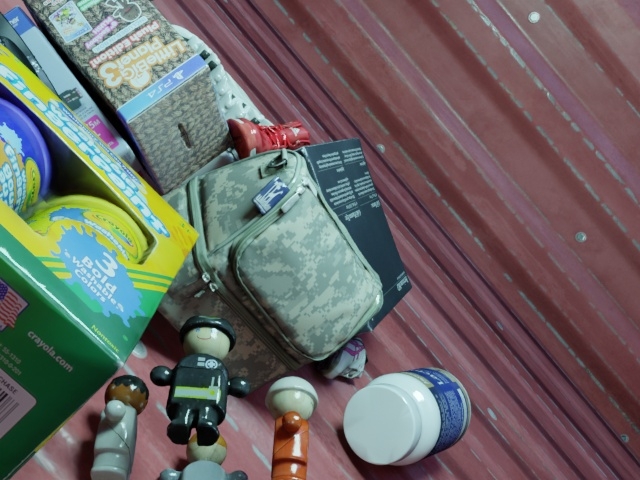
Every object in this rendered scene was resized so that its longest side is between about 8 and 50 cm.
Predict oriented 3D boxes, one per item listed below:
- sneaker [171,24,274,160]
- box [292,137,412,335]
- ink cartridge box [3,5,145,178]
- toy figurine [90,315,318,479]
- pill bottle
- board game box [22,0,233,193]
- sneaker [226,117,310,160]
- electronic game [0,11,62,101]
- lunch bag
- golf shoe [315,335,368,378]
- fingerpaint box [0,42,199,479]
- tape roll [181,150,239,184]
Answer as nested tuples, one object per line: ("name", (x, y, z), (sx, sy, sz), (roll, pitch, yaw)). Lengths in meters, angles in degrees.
("sneaker", (-0.192, -0.263, 1.560), (0.292, 0.110, 0.118), (50, 9, -26))
("box", (0.000, 0.000, 1.538), (0.313, 0.178, 0.343), (69, 19, -2))
("ink cartridge box", (-0.383, -0.219, 1.288), (0.311, 0.065, 0.186), (49, -8, 3))
("toy figurine", (-0.126, 0.203, 0.942), (0.213, 0.209, 0.148), (38, 33, -30))
("pill bottle", (0.148, 0.299, 1.479), (0.153, 0.153, 0.264), (57, 19, 18))
("board game box", (-0.289, -0.257, 1.331), (0.291, 0.141, 0.232), (48, -12, 19))
("sneaker", (-0.082, -0.178, 1.448), (0.221, 0.128, 0.087), (-176, -116, -84))
("electronic game", (-0.380, -0.208, 1.076), (0.229, 0.048, 0.229), (59, -3, 4))
("lunch bag", (-0.076, 0.034, 1.219), (0.305, 0.256, 0.213), (54, 13, -39))
("golf shoe", (0.049, 0.211, 1.552), (0.086, 0.067, 0.186), (52, 18, 0))
("fingerpaint box", (-0.346, -0.060, 0.808), (0.445, 0.163, 0.371), (45, 12, -10))
("tape roll", (-0.220, -0.199, 1.671), (0.286, 0.100, 0.286), (43, 19, -19))
